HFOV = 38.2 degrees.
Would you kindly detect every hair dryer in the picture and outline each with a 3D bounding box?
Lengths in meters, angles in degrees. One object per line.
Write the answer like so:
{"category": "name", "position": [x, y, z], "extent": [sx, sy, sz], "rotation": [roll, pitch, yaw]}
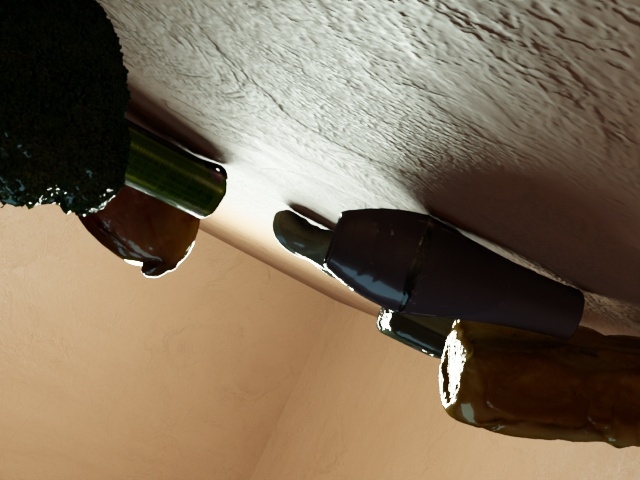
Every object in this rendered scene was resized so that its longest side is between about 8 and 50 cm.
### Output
{"category": "hair dryer", "position": [0.151, 0.032, 1.201], "extent": [0.301, 0.121, 0.361], "rotation": [18, -176, -4]}

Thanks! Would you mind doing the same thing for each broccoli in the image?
{"category": "broccoli", "position": [-0.315, -0.125, 0.823], "extent": [0.297, 0.297, 0.297], "rotation": [57, -171, -14]}

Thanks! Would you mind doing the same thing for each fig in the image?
{"category": "fig", "position": [-0.322, -0.070, 1.646], "extent": [0.263, 0.224, 0.224], "rotation": [44, 174, -1]}

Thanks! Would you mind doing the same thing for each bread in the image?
{"category": "bread", "position": [0.300, 0.174, 1.148], "extent": [0.294, 0.132, 0.167], "rotation": [8, -175, -3]}

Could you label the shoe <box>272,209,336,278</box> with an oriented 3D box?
{"category": "shoe", "position": [0.000, 0.000, 1.660], "extent": [0.078, 0.079, 0.195], "rotation": [-22, 135, 32]}

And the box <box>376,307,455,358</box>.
{"category": "box", "position": [0.184, 0.123, 1.574], "extent": [0.148, 0.129, 0.210], "rotation": [26, 174, -2]}

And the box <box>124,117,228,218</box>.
{"category": "box", "position": [-0.290, -0.137, 1.388], "extent": [0.134, 0.097, 0.345], "rotation": [32, -177, 38]}
